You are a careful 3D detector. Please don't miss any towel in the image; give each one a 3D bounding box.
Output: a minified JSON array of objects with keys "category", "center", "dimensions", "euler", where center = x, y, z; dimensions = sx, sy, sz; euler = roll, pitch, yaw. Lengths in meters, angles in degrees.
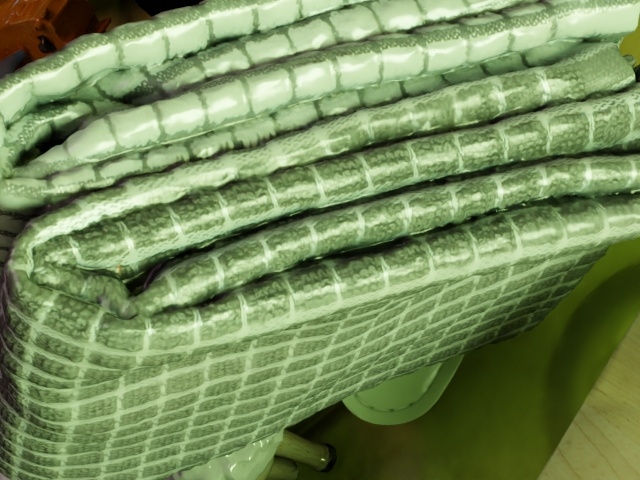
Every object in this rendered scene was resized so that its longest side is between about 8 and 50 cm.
[{"category":"towel","center":[0.000,0.000,0.764],"dimensions":[0.235,0.283,0.121],"euler":[115,137,-66]}]

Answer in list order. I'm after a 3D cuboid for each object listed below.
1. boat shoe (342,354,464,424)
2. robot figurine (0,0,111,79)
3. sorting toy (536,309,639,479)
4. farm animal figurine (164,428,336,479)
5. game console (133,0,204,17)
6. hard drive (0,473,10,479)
[{"category":"boat shoe","center":[0.046,-0.022,0.945],"dimensions":[0.081,0.069,0.228],"euler":[6,82,5]},{"category":"robot figurine","center":[-0.219,-0.135,1.271],"dimensions":[0.291,0.085,0.211],"euler":[-15,37,45]},{"category":"sorting toy","center":[0.173,0.163,0.677],"dimensions":[0.255,0.089,0.257],"euler":[-60,38,7]},{"category":"farm animal figurine","center":[-0.158,0.030,1.069],"dimensions":[0.330,0.172,0.327],"euler":[-31,50,36]},{"category":"game console","center":[0.006,-0.276,1.090],"dimensions":[0.361,0.044,0.213],"euler":[-49,45,3]},{"category":"hard drive","center":[-0.084,0.266,0.847],"dimensions":[0.210,0.040,0.319],"euler":[-1,85,51]}]
